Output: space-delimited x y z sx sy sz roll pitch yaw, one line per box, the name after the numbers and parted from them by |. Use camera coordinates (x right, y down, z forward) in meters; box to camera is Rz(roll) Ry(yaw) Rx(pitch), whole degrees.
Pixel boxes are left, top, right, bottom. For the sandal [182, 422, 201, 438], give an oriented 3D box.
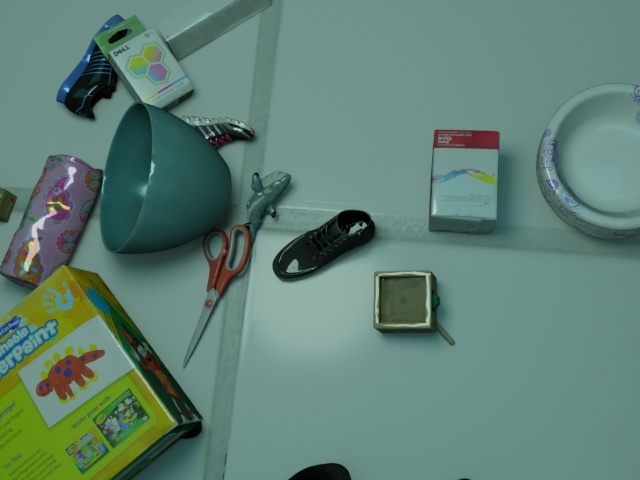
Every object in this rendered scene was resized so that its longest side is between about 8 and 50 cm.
-0.302 0.315 1.671 0.067 0.040 0.179 -41 77 -5 | sandal

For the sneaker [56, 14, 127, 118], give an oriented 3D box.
-0.461 -0.366 1.827 0.090 0.081 0.232 31 82 -3 | sneaker

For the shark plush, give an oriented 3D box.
-0.117 -0.068 1.723 0.067 0.073 0.161 23 84 17 | shark plush

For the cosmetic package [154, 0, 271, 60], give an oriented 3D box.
-0.225 -0.481 1.814 0.239 0.099 0.060 -32 77 -3 | cosmetic package

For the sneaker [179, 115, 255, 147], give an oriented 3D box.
-0.219 -0.211 1.772 0.170 0.063 0.075 5 78 11 | sneaker

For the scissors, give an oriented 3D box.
-0.206 0.110 1.705 0.109 0.021 0.297 4 77 23 | scissors

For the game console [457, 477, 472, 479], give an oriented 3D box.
0.177 0.588 1.564 0.213 0.044 0.361 39 83 12 | game console

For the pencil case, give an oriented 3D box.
-0.543 -0.038 1.738 0.124 0.124 0.284 18 79 9 | pencil case

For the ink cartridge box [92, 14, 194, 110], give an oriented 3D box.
-0.367 -0.367 1.780 0.109 0.062 0.209 -35 93 -17 | ink cartridge box

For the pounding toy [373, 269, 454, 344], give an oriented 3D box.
0.181 0.130 1.650 0.141 0.100 0.130 -2 76 16 | pounding toy

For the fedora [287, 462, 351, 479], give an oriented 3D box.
-0.011 0.557 1.489 0.152 0.334 0.334 41 83 -18 | fedora

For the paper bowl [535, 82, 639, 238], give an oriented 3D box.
0.555 -0.143 1.640 0.284 0.148 0.284 -1 78 5 | paper bowl

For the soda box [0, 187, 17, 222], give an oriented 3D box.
-0.736 -0.094 1.795 0.181 0.058 0.061 15 79 9 | soda box

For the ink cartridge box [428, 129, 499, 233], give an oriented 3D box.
0.277 -0.110 1.668 0.127 0.128 0.176 3 77 6 | ink cartridge box

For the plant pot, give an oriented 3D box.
-0.288 -0.106 1.670 0.195 0.290 0.290 10 76 -30 | plant pot

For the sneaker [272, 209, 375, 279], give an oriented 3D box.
0.000 0.000 1.674 0.222 0.118 0.083 -28 76 -1 | sneaker

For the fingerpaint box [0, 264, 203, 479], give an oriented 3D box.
-0.511 0.330 1.609 0.445 0.163 0.371 -40 77 3 | fingerpaint box
